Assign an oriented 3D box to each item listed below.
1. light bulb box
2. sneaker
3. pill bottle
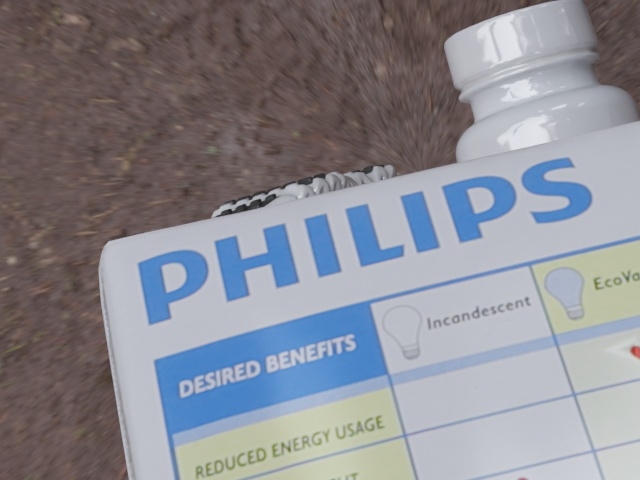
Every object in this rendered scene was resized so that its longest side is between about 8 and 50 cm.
[{"bbox_3d":[0.137,0.161,0.650,0.358,0.225,0.361,-13,50,-2],"label":"light bulb box"},{"bbox_3d":[0.000,0.000,1.780,0.110,0.292,0.118,-14,89,30],"label":"sneaker"},{"bbox_3d":[0.165,-0.041,1.340,0.131,0.131,0.229,-16,86,3],"label":"pill bottle"}]
